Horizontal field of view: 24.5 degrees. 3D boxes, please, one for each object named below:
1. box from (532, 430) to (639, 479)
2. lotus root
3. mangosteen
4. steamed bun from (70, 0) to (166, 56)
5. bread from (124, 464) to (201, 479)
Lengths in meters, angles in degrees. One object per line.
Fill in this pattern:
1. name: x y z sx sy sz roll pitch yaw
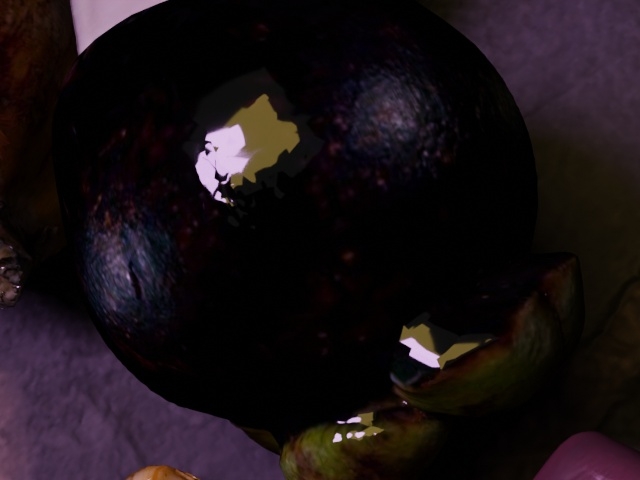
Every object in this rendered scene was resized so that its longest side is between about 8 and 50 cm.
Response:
1. box: 0.101 0.219 0.490 0.167 0.193 0.294 29 76 41
2. lotus root: -0.208 -0.135 0.843 0.179 0.196 0.397 -29 52 22
3. mangosteen: 0.000 0.000 0.647 0.243 0.243 0.243 -12 57 19
4. steamed bun: -0.041 -0.161 0.810 0.164 0.146 0.241 -20 54 12
5. bread: -0.087 0.161 0.702 0.083 0.044 0.110 34 77 35
